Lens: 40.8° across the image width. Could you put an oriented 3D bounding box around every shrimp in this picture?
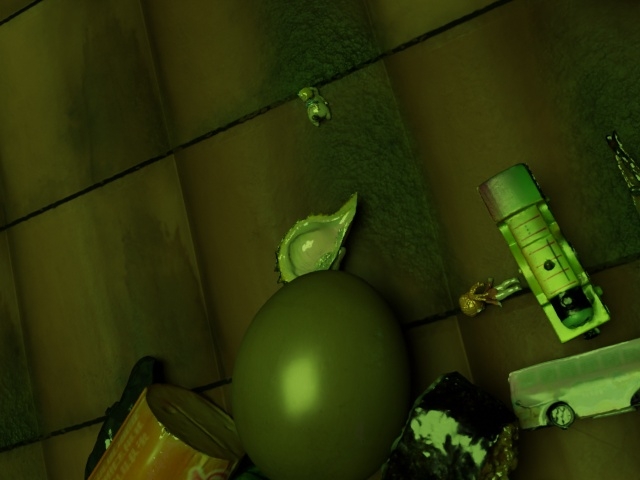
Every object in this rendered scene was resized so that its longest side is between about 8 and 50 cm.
[{"bbox_3d":[0.543,-0.068,1.334,0.117,0.066,0.262,-28,86,7],"label":"shrimp"}]

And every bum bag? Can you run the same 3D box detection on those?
[{"bbox_3d":[-0.407,0.377,1.757,0.310,0.074,0.137,-63,28,9],"label":"bum bag"}]

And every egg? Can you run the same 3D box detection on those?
[{"bbox_3d":[0.002,0.235,1.442,0.301,0.301,0.374,2,92,28],"label":"egg"}]

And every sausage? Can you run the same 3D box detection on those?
[{"bbox_3d":[-0.300,0.448,1.620,0.233,0.233,0.287,39,102,25],"label":"sausage"}]

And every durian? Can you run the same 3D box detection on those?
[{"bbox_3d":[0.009,0.007,1.599,0.224,0.078,0.140,-50,53,2],"label":"durian"}]

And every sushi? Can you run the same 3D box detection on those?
[{"bbox_3d":[0.208,0.376,1.368,0.207,0.234,0.348,29,121,24],"label":"sushi"}]

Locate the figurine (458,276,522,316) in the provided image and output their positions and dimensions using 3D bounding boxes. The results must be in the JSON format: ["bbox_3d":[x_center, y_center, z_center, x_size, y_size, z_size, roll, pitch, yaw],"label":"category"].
[{"bbox_3d":[0.286,0.091,1.461,0.109,0.047,0.064,-26,44,16],"label":"figurine"}]

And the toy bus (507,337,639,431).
[{"bbox_3d":[0.435,0.226,1.341,0.274,0.090,0.112,-19,70,23],"label":"toy bus"}]

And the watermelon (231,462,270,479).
[{"bbox_3d":[-0.108,0.509,1.570,0.232,0.127,0.204,19,100,32],"label":"watermelon"}]

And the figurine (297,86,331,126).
[{"bbox_3d":[-0.015,-0.263,1.652,0.047,0.050,0.083,-32,71,15],"label":"figurine"}]

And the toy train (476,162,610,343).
[{"bbox_3d":[0.355,0.022,1.368,0.100,0.160,0.296,-30,72,15],"label":"toy train"}]
